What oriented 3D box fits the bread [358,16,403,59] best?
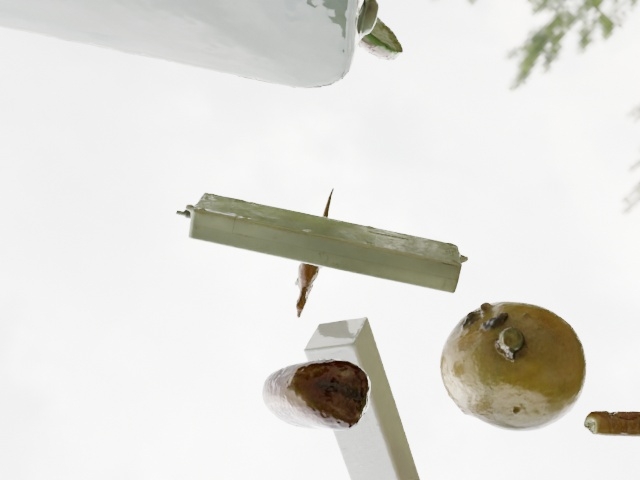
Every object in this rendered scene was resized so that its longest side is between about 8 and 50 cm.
[{"bbox_3d":[0.010,-0.294,1.355,0.228,0.033,0.228,39,-165,-12],"label":"bread"}]

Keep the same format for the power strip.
[{"bbox_3d":[0.000,0.000,1.400,0.367,0.043,0.106,12,-166,1],"label":"power strip"}]

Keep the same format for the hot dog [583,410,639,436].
[{"bbox_3d":[0.363,0.206,1.267,0.137,0.028,0.044,5,-160,-20],"label":"hot dog"}]

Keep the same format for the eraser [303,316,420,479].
[{"bbox_3d":[0.064,0.257,1.591,0.076,0.078,0.298,-57,-47,-59],"label":"eraser"}]

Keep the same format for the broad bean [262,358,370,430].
[{"bbox_3d":[-0.006,0.188,1.350,0.114,0.165,0.084,37,-117,-11],"label":"broad bean"}]

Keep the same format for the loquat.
[{"bbox_3d":[0.227,0.144,1.331,0.172,0.204,0.149,8,-115,17],"label":"loquat"}]

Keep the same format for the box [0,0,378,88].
[{"bbox_3d":[-0.141,-0.241,0.623,0.373,0.367,0.090,12,-115,4],"label":"box"}]

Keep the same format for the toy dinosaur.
[{"bbox_3d":[-0.010,0.020,1.642,0.039,0.162,0.126,14,-143,3],"label":"toy dinosaur"}]
